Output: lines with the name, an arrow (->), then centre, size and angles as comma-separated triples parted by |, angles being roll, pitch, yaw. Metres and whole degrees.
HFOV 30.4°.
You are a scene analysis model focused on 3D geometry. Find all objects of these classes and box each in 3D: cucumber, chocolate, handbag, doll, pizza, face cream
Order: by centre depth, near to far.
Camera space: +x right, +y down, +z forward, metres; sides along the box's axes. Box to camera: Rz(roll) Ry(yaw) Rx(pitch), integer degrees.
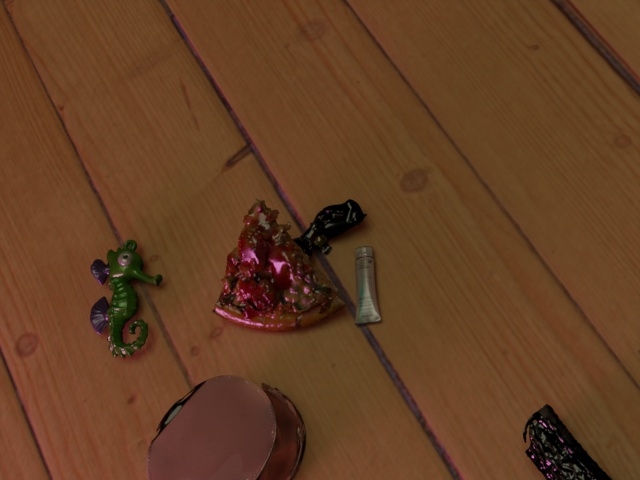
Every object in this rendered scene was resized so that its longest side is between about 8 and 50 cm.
cucumber -> 0.329, 0.305, 1.393 | 0.067, 0.067, 0.245 | -40, 59, -1
handbag -> -0.122, 0.276, 1.554 | 0.179, 0.116, 0.205 | 37, 83, 32
pizza -> -0.082, 0.042, 1.627 | 0.201, 0.193, 0.053 | -12, 16, 26
face cream -> 0.063, 0.063, 1.641 | 0.038, 0.020, 0.115 | -10, 63, 16
chocolate -> -0.002, -0.001, 1.685 | 0.147, 0.070, 0.072 | -35, 47, -10
doll -> -0.291, 0.086, 1.754 | 0.115, 0.050, 0.190 | -13, 63, 24
